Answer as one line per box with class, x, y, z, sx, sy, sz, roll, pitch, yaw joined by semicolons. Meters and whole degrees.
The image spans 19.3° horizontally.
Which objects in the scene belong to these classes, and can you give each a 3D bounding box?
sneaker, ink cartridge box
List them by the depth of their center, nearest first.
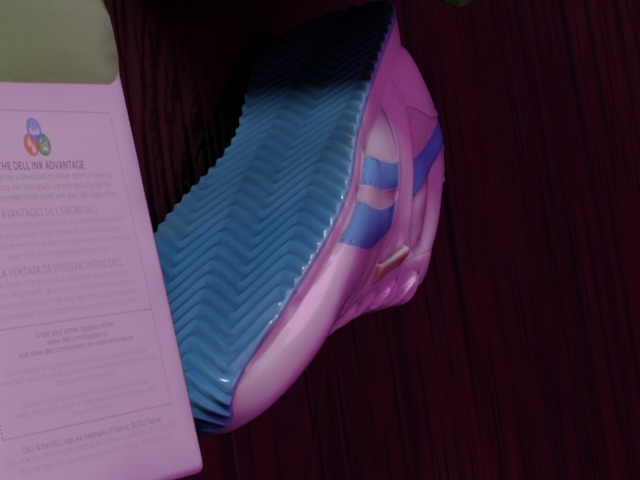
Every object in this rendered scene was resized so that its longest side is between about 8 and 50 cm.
ink cartridge box;-0.108;-0.018;0.567;0.109;0.062;0.209;-6;84;-61
sneaker;0.000;0.000;0.727;0.092;0.087;0.229;62;34;-28

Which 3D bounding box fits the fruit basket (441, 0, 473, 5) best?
fruit basket;0.003;-0.311;0.678;0.283;0.392;0.392;-35;109;-59
